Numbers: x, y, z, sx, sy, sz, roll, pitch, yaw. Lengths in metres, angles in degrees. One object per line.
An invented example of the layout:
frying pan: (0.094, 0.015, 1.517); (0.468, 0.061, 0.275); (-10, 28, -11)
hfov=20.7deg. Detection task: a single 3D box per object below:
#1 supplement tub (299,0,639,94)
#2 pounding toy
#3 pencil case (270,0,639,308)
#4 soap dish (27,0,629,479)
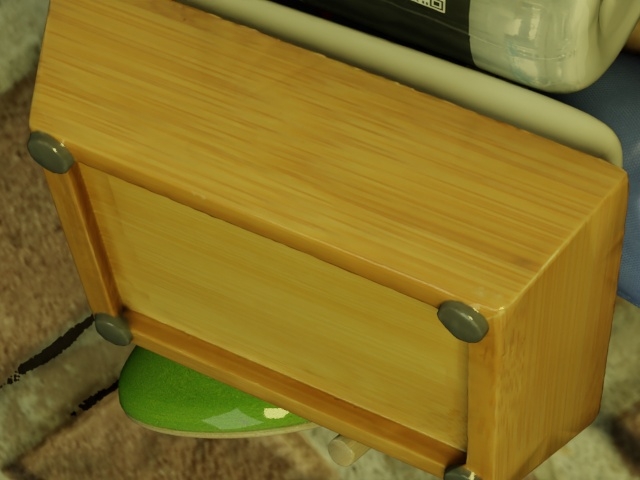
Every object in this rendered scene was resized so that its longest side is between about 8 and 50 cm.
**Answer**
supplement tub: (0.006, -0.217, 0.828); (0.338, 0.207, 0.207); (23, 128, 16)
pounding toy: (-0.017, 0.040, 1.031); (0.237, 0.183, 0.110); (5, 107, 43)
pencil case: (0.100, -0.050, 0.935); (0.306, 0.119, 0.133); (18, 105, 20)
soap dish: (0.000, 0.000, 0.864); (0.291, 0.118, 0.229); (22, 151, 17)
